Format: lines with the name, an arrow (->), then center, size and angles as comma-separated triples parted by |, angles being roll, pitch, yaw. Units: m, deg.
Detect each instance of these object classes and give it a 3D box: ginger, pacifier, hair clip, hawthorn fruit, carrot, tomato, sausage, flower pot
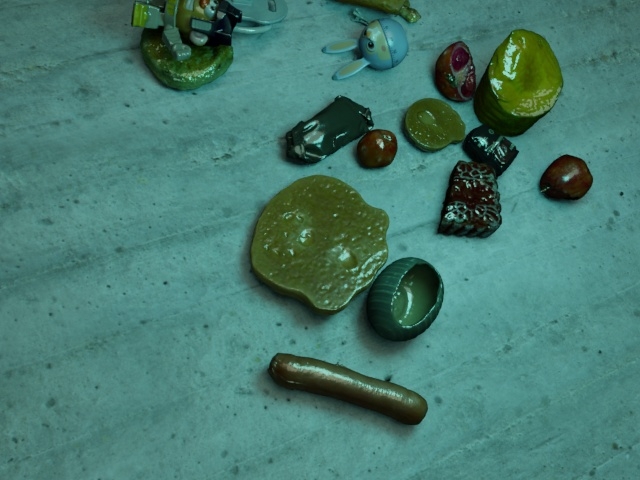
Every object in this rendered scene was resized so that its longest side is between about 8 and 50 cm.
ginger -> 0.282, -0.814, 2.177 | 0.165, 0.067, 0.096 | 42, 68, -3
pacifier -> -0.233, -0.746, 1.913 | 0.287, 0.225, 0.238 | 3, 48, -11
hair clip -> 0.151, -0.722, 2.126 | 0.115, 0.039, 0.030 | 35, 64, -11
hawthorn fruit -> 0.172, -0.274, 1.890 | 0.128, 0.128, 0.128 | 6, 66, -13
carrot -> 0.166, -0.837, 2.084 | 0.254, 0.196, 0.196 | 22, 64, -4
tomato -> 0.434, -0.549, 2.094 | 0.173, 0.099, 0.189 | -48, 126, -41
sausage -> 0.070, 0.369, 1.603 | 0.419, 0.094, 0.094 | 18, 49, -7
flower pot -> 0.223, 0.156, 1.694 | 0.189, 0.157, 0.243 | 41, 65, -2
hawthorn fruit -> 0.762, -0.188, 2.005 | 0.172, 0.148, 0.148 | -23, 75, -16
carrot -> 0.619, -0.476, 2.003 | 0.242, 0.340, 0.241 | 0, 78, -1

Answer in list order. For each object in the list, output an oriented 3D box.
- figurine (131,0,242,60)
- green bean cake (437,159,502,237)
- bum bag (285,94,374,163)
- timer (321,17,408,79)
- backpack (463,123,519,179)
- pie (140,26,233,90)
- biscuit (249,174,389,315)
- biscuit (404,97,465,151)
figurine -> -0.366, -0.638, 1.801 | 0.309, 0.143, 0.308 | 0, 88, -3
green bean cake -> 0.438, -0.127, 1.910 | 0.199, 0.097, 0.232 | 8, 66, -12
bum bag -> 0.019, -0.328, 1.895 | 0.326, 0.080, 0.142 | -35, 87, -28
timer -> 0.154, -0.612, 2.004 | 0.255, 0.175, 0.175 | -11, 71, -18
backpack -> 0.532, -0.286, 1.996 | 0.165, 0.106, 0.120 | 40, 68, -6
pie -> -0.398, -0.563, 1.883 | 0.277, 0.078, 0.277 | 5, 62, -10
biscuit -> 0.000, 0.001, 1.735 | 0.365, 0.062, 0.385 | 30, 62, 12
biscuit -> 0.351, -0.361, 2.011 | 0.208, 0.049, 0.181 | -28, 77, -26
